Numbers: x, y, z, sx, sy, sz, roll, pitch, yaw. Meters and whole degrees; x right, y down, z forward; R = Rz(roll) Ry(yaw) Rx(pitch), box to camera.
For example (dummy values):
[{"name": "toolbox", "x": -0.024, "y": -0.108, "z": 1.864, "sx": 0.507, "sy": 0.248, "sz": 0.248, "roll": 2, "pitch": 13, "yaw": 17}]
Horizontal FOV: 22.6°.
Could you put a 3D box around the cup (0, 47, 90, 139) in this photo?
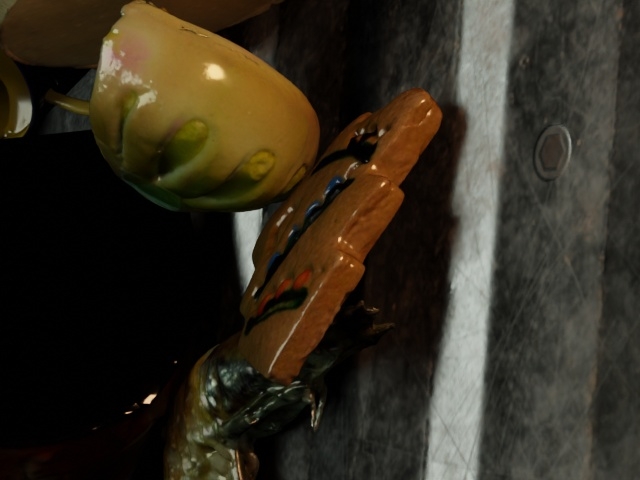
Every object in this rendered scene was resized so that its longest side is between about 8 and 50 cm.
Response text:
[{"name": "cup", "x": -0.318, "y": -0.221, "z": 1.920, "sx": 0.178, "sy": 0.255, "sz": 0.256, "roll": -44, "pitch": 7, "yaw": 45}]

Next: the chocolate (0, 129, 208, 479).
[{"name": "chocolate", "x": -0.313, "y": 0.120, "z": 1.718, "sx": 0.331, "sy": 0.383, "sz": 0.384, "roll": 106, "pitch": 158, "yaw": -61}]

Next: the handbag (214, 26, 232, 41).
[{"name": "handbag", "x": -0.156, "y": -0.298, "z": 1.761, "sx": 0.223, "sy": 0.080, "sz": 0.247, "roll": -25, "pitch": 52, "yaw": 56}]

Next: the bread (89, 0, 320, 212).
[{"name": "bread", "x": -0.102, "y": -0.105, "z": 1.471, "sx": 0.156, "sy": 0.260, "sz": 0.158, "roll": 11, "pitch": 74, "yaw": 61}]

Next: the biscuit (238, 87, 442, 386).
[{"name": "biscuit", "x": -0.001, "y": -0.001, "z": 1.361, "sx": 0.278, "sy": 0.043, "sz": 0.301, "roll": -43, "pitch": 20, "yaw": 40}]

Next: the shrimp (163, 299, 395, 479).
[{"name": "shrimp", "x": -0.044, "y": 0.192, "z": 1.483, "sx": 0.445, "sy": 0.085, "sz": 0.272, "roll": -50, "pitch": 48, "yaw": 47}]

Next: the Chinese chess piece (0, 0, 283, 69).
[{"name": "Chinese chess piece", "x": -0.166, "y": -0.279, "z": 1.479, "sx": 0.338, "sy": 0.338, "sz": 0.140, "roll": -32, "pitch": 72, "yaw": 53}]
